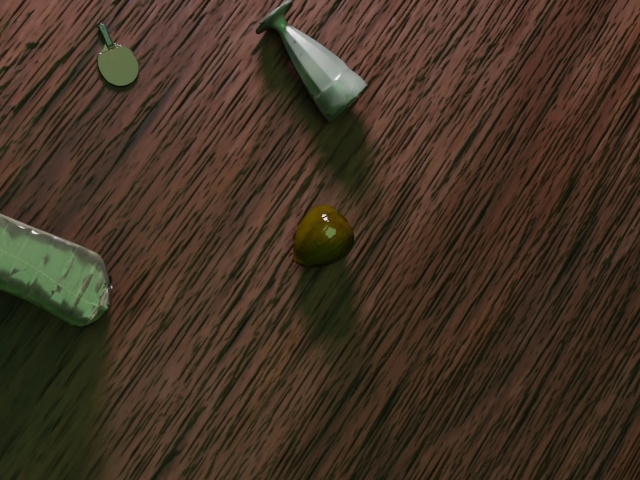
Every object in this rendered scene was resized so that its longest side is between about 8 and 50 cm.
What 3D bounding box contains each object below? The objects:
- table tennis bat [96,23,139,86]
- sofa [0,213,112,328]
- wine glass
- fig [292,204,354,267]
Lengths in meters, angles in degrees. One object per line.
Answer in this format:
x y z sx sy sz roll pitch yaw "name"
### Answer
-0.263 -0.237 1.135 0.050 0.007 0.083 -23 93 -14 "table tennis bat"
-0.354 0.071 0.984 0.225 0.210 0.176 23 78 -11 "sofa"
-0.011 -0.236 1.167 0.073 0.073 0.155 -41 92 -14 "wine glass"
0.000 0.000 1.147 0.074 0.074 0.088 44 91 -6 "fig"
